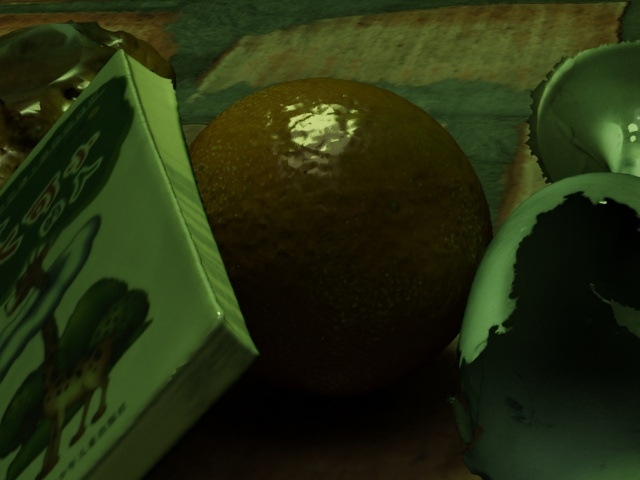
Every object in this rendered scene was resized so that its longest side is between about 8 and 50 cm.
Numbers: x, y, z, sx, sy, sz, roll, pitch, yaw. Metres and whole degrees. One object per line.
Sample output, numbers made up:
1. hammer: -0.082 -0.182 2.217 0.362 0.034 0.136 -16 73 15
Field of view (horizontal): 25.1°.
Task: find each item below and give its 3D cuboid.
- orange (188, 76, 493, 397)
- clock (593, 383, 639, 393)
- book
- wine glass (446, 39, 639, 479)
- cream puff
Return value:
1. orange: 0.000 0.000 0.853 0.206 0.206 0.206 -5 26 2
2. clock: 0.212 0.049 0.874 0.226 0.049 0.226 -5 27 2
3. book: -0.154 0.055 0.767 0.260 0.043 0.371 -49 26 10
4. wine glass: 0.158 0.008 0.771 0.143 0.143 0.321 2 30 16
5. cream puff: -0.225 -0.074 1.094 0.269 0.154 0.241 -22 29 -26
